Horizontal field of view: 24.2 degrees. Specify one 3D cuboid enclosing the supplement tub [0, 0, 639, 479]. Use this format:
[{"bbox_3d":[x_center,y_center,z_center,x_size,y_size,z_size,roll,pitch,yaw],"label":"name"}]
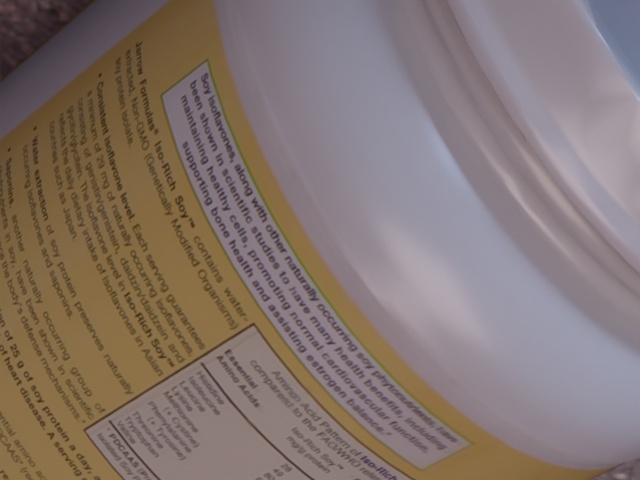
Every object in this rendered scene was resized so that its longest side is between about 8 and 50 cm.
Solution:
[{"bbox_3d":[0.000,0.000,0.549,0.331,0.241,0.241,-32,119,32],"label":"supplement tub"}]
